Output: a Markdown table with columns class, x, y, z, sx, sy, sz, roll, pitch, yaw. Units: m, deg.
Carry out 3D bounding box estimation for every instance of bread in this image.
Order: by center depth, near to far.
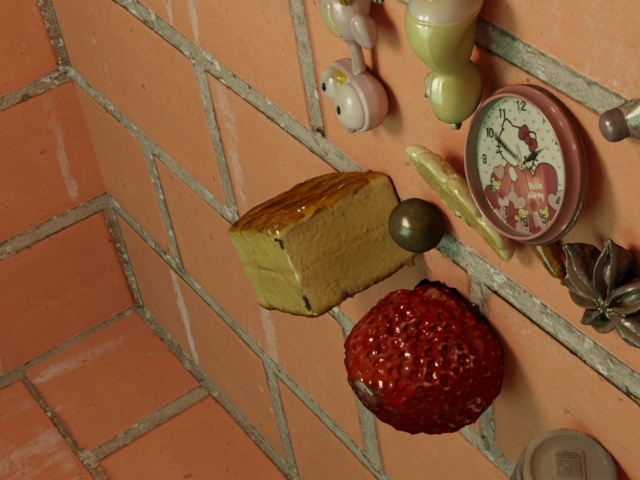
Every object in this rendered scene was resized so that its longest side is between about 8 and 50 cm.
| class | x | y | z | sx | sy | sz | roll | pitch | yaw |
| --- | --- | --- | --- | --- | --- | --- | --- | --- | --- |
| bread | 0.230 | -0.073 | 2.049 | 0.251 | 0.039 | 0.182 | 48 | 177 | 31 |
| bread | 0.000 | 0.000 | 2.431 | 0.207 | 0.279 | 0.279 | 64 | 161 | -13 |

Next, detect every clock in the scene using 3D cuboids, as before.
| class | x | y | z | sx | sy | sz | roll | pitch | yaw |
| --- | --- | --- | --- | --- | --- | --- | --- | --- | --- |
| clock | 0.305 | -0.111 | 1.852 | 0.244 | 0.056 | 0.244 | 28 | 124 | 51 |

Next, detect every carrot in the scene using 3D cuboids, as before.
| class | x | y | z | sx | sy | sz | roll | pitch | yaw |
| --- | --- | --- | --- | --- | --- | --- | --- | --- | --- |
| carrot | 0.318 | -0.038 | 1.964 | 0.248 | 0.059 | 0.059 | 54 | 157 | 10 |

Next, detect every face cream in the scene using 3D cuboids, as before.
| class | x | y | z | sx | sy | sz | roll | pitch | yaw |
| --- | --- | --- | --- | --- | --- | --- | --- | --- | --- |
| face cream | 0.416 | 0.437 | 2.153 | 0.177 | 0.177 | 0.153 | 49 | 153 | 28 |

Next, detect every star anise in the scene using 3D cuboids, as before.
| class | x | y | z | sx | sy | sz | roll | pitch | yaw |
| --- | --- | --- | --- | --- | --- | --- | --- | --- | --- |
| star anise | 0.432 | 0.073 | 1.819 | 0.212 | 0.073 | 0.197 | 30 | 146 | 48 |

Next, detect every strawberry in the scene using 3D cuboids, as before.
| class | x | y | z | sx | sy | sz | roll | pitch | yaw |
| --- | --- | --- | --- | --- | --- | --- | --- | --- | --- |
| strawberry | 0.172 | 0.237 | 2.290 | 0.292 | 0.310 | 0.292 | 42 | 151 | 30 |

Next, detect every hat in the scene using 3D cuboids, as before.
| class | x | y | z | sx | sy | sz | roll | pitch | yaw |
| --- | --- | --- | --- | --- | --- | --- | --- | --- | --- |
| hat | 0.402 | -0.154 | 1.648 | 0.087 | 0.042 | 0.058 | 15 | 130 | 61 |

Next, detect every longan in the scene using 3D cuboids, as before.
| class | x | y | z | sx | sy | sz | roll | pitch | yaw |
| --- | --- | --- | --- | --- | --- | --- | --- | --- | --- |
| longan | 0.177 | -0.026 | 2.249 | 0.119 | 0.106 | 0.106 | 20 | -161 | -51 |

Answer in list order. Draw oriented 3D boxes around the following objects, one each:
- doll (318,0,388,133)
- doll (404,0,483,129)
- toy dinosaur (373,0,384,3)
| class | x | y | z | sx | sy | sz | roll | pitch | yaw |
| --- | --- | --- | --- | --- | --- | --- | --- | --- | --- |
| doll | 0.051 | -0.327 | 2.155 | 0.160 | 0.094 | 0.365 | 48 | 154 | 38 |
| doll | 0.183 | -0.286 | 1.848 | 0.117 | 0.141 | 0.296 | 10 | 134 | 17 |
| toy dinosaur | 0.106 | -0.482 | 1.909 | 0.200 | 0.072 | 0.251 | 105 | 145 | -47 |
